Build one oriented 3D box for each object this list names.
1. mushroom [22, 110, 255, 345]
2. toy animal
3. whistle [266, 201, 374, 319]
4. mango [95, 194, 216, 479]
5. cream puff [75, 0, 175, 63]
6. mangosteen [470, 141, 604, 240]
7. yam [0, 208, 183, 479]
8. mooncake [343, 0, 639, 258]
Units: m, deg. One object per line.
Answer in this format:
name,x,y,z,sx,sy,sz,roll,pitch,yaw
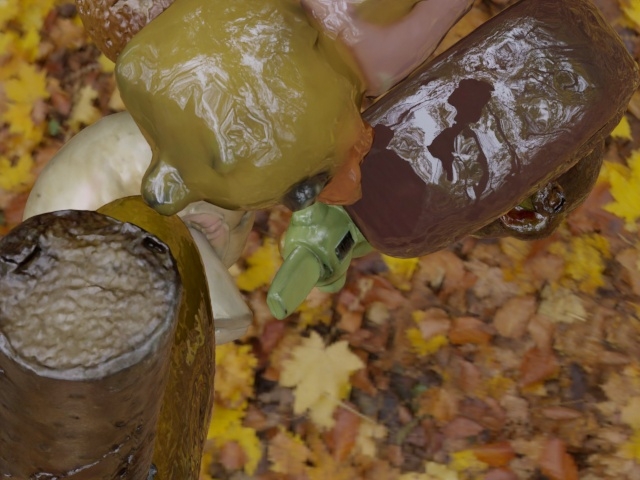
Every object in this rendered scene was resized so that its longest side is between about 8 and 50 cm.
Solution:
mushroom,-0.259,-0.009,1.753,0.325,0.353,0.353,-3,77,2
toy animal,-0.011,-0.127,0.729,0.281,0.169,0.195,-59,18,-6
whistle,-0.007,-0.002,1.623,0.141,0.141,0.294,24,47,30
mango,-0.222,0.145,1.215,0.221,0.301,0.445,-5,57,15
cream puff,-0.197,-0.355,1.689,0.303,0.303,0.212,33,126,29
mangosteen,0.265,-0.123,1.744,0.297,0.297,0.293,-22,67,23
yam,-0.155,0.092,0.753,0.131,0.279,0.131,6,57,-9
mooncake,0.164,-0.113,1.281,0.326,0.334,0.174,-37,88,-8
